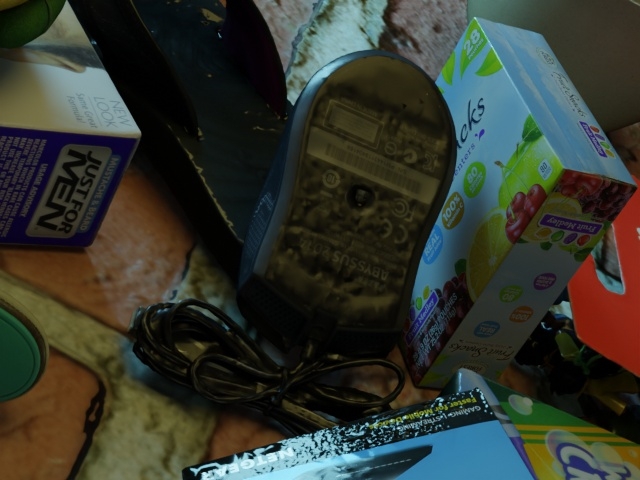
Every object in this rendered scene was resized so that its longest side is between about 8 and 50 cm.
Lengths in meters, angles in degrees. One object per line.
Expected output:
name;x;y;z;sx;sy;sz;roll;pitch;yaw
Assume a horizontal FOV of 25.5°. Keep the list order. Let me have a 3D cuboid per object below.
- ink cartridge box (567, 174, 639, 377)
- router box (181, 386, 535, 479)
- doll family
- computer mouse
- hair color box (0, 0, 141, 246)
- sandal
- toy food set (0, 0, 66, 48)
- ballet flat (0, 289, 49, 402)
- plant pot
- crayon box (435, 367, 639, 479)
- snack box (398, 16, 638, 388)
ink cartridge box;0.370;0.039;1.120;0.385;0.091;0.308;26;32;-13
router box;0.027;0.155;0.759;0.178;0.046;0.133;-15;35;-10
doll family;0.189;0.081;1.064;0.111;0.076;0.193;-4;41;-36
computer mouse;0.000;0.000;0.941;0.188;0.072;0.272;27;71;-12
hair color box;-0.303;-0.097;0.869;0.338;0.110;0.185;4;41;-38
sandal;-0.095;-0.142;1.045;0.167;0.107;0.446;-29;70;-42
toy food set;-0.222;-0.130;0.831;0.128;0.071;0.218;12;29;12
ballet flat;-0.270;0.031;0.758;0.248;0.086;0.086;14;37;-24
plant pot;0.256;-0.212;1.394;0.284;0.191;0.284;20;35;-15
crayon box;0.207;0.226;0.868;0.322;0.083;0.203;24;34;-11
snack box;0.114;-0.024;1.012;0.070;0.207;0.174;11;39;-29
